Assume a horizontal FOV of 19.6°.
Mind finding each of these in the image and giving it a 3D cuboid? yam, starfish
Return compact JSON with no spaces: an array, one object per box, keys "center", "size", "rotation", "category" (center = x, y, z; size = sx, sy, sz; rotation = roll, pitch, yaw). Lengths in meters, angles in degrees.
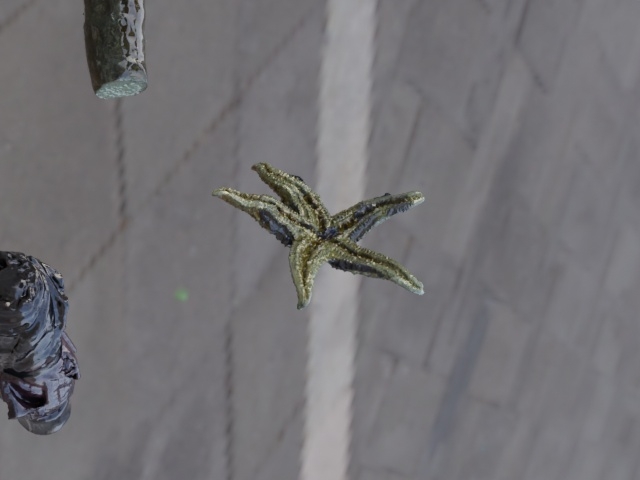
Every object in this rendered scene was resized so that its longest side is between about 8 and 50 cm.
[{"center":[-0.178,-0.253,1.517],"size":[0.061,0.061,0.274],"rotation":[33,48,-72],"category":"yam"},{"center":[0.000,0.000,1.674],"size":[0.176,0.208,0.053],"rotation":[-64,169,-50],"category":"starfish"}]

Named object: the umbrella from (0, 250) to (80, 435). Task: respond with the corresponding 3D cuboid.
[{"center":[-0.265,0.098,1.667],"size":[0.090,0.094,0.326],"rotation":[-31,161,-16],"category":"umbrella"}]
